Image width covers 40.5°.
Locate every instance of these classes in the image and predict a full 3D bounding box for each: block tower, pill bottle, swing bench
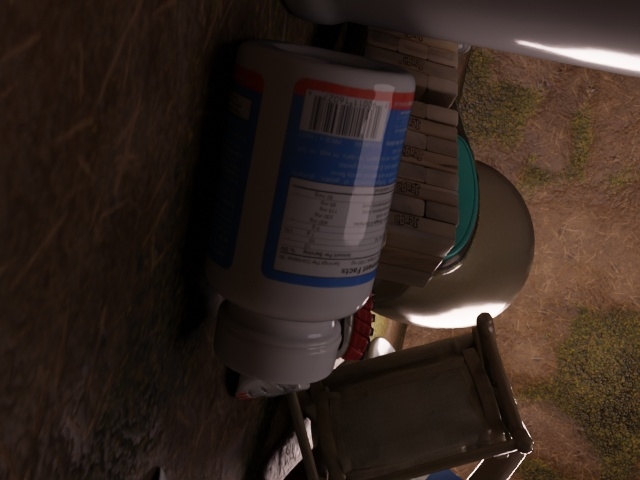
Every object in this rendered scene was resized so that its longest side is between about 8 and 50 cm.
[{"bbox_3d":[0.069,-0.116,0.787,0.091,0.097,0.335,117,-17,-58],"label":"block tower"},{"bbox_3d":[-0.015,-0.019,0.605,0.124,0.124,0.221,-46,150,-70],"label":"pill bottle"},{"bbox_3d":[0.104,0.203,1.054,0.255,0.253,0.165,48,26,-76],"label":"swing bench"}]

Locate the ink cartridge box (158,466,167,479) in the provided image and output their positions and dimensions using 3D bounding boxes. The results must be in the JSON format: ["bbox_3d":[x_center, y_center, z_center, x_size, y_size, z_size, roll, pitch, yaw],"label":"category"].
[{"bbox_3d":[-0.157,0.407,0.636,0.308,0.091,0.385,90,0,-51],"label":"ink cartridge box"}]

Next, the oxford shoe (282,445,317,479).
[{"bbox_3d":[-0.037,0.425,1.139,0.348,0.123,0.130,-58,166,-27],"label":"oxford shoe"}]

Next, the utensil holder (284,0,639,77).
[{"bbox_3d":[0.193,-0.286,0.629,0.327,0.385,0.327,15,90,-79],"label":"utensil holder"}]

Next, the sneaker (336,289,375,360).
[{"bbox_3d":[0.000,0.000,0.824,0.088,0.093,0.225,115,-25,-71],"label":"sneaker"}]

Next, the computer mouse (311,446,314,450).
[{"bbox_3d":[0.003,0.343,1.421,0.071,0.041,0.242,63,41,-73],"label":"computer mouse"}]

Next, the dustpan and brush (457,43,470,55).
[{"bbox_3d":[0.120,-0.228,1.038,0.060,0.211,0.147,6,98,-37],"label":"dustpan and brush"}]

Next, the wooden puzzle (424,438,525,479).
[{"bbox_3d":[0.093,0.413,1.085,0.322,0.080,0.348,-31,152,-47],"label":"wooden puzzle"}]

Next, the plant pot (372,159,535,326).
[{"bbox_3d":[0.125,0.010,1.168,0.274,0.256,0.256,-7,112,-61],"label":"plant pot"}]

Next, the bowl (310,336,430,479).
[{"bbox_3d":[0.072,0.307,1.334,0.298,0.134,0.298,-19,90,-77],"label":"bowl"}]

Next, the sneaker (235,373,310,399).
[{"bbox_3d":[-0.051,0.116,0.836,0.158,0.061,0.065,59,20,-77],"label":"sneaker"}]

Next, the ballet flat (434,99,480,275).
[{"bbox_3d":[0.092,-0.102,0.909,0.123,0.123,0.348,85,2,-62],"label":"ballet flat"}]
